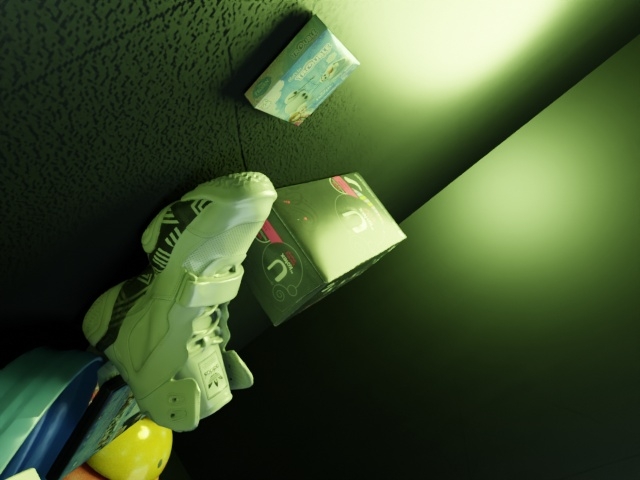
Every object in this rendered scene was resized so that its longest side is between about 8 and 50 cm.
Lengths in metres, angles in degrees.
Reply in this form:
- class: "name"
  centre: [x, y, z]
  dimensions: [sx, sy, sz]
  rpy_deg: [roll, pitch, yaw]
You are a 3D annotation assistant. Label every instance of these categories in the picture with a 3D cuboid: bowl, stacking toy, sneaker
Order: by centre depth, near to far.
- class: "bowl"
  centre: [-0.404, 0.311, 0.486]
  dimensions: [0.391, 0.077, 0.391]
  rpy_deg: [-60, -168, 21]
- class: "sneaker"
  centre: [-0.144, 0.093, 0.518]
  dimensions: [0.366, 0.210, 0.137]
  rpy_deg: [-42, 169, 26]
- class: "stacking toy"
  centre: [-0.446, 0.466, 0.887]
  dimensions: [0.479, 0.351, 0.350]
  rpy_deg: [-53, 169, 0]

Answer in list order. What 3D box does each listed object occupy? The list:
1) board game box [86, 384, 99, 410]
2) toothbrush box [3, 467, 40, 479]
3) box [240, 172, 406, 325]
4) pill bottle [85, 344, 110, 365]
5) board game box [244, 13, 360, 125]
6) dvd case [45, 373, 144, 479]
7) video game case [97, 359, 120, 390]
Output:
- class: "board game box"
  centre: [-0.595, 0.404, 0.889]
  dimensions: [0.208, 0.056, 0.347]
  rpy_deg: [-46, 167, 23]
- class: "toothbrush box"
  centre: [-0.255, 0.235, 0.154]
  dimensions: [0.206, 0.122, 0.283]
  rpy_deg: [-34, 171, -16]
- class: "box"
  centre: [0.000, 0.000, 0.705]
  dimensions: [0.143, 0.165, 0.270]
  rpy_deg: [-44, 168, 37]
- class: "pill bottle"
  centre: [-0.350, 0.201, 0.721]
  dimensions: [0.067, 0.067, 0.120]
  rpy_deg: [-35, 170, -6]
- class: "board game box"
  centre: [-0.014, -0.153, 0.386]
  dimensions: [0.090, 0.020, 0.090]
  rpy_deg: [-40, 168, 21]
- class: "dvd case"
  centre: [-0.319, 0.269, 0.701]
  dimensions: [0.180, 0.022, 0.253]
  rpy_deg: [-57, 172, 8]
- class: "video game case"
  centre: [-0.301, 0.206, 0.706]
  dimensions: [0.173, 0.022, 0.190]
  rpy_deg: [-48, 169, -46]
